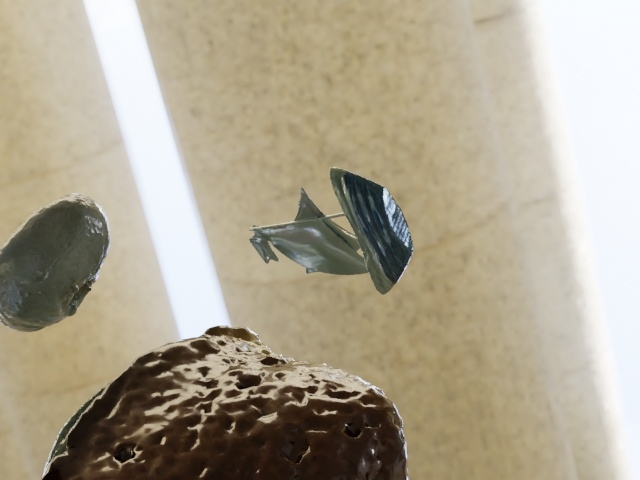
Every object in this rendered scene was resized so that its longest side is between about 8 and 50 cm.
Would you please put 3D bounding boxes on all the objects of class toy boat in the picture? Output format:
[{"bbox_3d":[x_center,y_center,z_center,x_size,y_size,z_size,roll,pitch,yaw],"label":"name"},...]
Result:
[{"bbox_3d":[0.010,0.006,1.265,0.149,0.105,0.034,-37,-173,41],"label":"toy boat"}]

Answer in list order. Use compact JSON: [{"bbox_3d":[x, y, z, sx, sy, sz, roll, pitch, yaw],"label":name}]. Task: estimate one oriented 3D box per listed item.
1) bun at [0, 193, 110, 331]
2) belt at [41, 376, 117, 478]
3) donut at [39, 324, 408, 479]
[{"bbox_3d":[-0.236,0.024,1.448,0.141,0.083,0.141,-50,180,0],"label":"bun"},{"bbox_3d":[-0.120,0.165,1.169,0.147,0.082,0.163,12,-128,2],"label":"belt"},{"bbox_3d":[-0.051,0.163,0.548,0.112,0.295,0.151,-6,165,40],"label":"donut"}]
